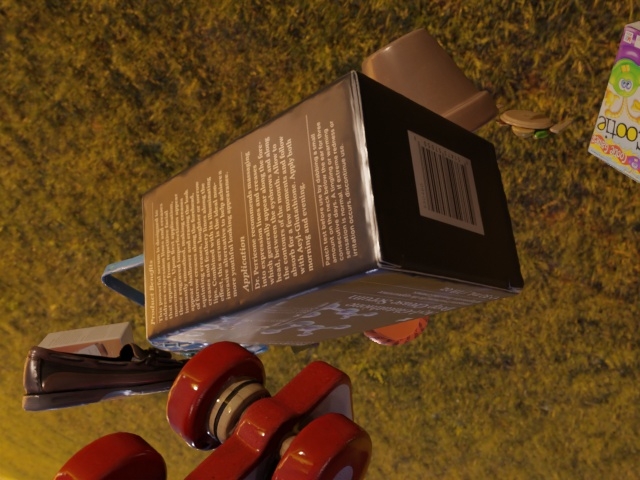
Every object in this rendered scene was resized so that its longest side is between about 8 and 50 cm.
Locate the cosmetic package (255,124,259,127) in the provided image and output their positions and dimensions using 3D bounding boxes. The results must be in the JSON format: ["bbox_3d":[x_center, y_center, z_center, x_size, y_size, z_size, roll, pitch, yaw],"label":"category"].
[{"bbox_3d":[-0.108,-0.123,1.005,0.060,0.115,0.041,31,-167,-17],"label":"cosmetic package"}]

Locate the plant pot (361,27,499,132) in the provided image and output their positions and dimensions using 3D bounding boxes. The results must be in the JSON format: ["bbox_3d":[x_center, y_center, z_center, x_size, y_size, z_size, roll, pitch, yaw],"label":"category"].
[{"bbox_3d":[0.203,-0.301,1.275,0.263,0.263,0.229,-19,102,51],"label":"plant pot"}]

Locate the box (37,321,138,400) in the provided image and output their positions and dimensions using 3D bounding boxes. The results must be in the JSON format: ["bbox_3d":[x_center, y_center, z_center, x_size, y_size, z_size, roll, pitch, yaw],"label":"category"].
[{"bbox_3d":[-0.466,0.250,1.245,0.170,0.091,0.130,-9,104,-3],"label":"box"}]

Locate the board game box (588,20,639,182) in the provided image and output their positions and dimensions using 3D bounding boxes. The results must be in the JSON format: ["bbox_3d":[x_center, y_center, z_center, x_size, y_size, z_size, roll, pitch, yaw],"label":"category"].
[{"bbox_3d":[0.660,-0.278,1.207,0.142,0.144,0.276,51,154,43],"label":"board game box"}]

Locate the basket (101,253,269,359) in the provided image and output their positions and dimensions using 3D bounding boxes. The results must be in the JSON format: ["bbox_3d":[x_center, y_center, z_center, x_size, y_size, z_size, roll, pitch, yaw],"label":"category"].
[{"bbox_3d":[-0.226,0.105,1.148,0.254,0.201,0.289,-17,132,36],"label":"basket"}]

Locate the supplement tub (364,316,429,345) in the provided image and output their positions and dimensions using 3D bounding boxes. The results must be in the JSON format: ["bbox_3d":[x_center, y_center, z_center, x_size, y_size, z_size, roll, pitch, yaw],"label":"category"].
[{"bbox_3d":[0.167,0.094,1.555,0.206,0.338,0.207,0,120,0],"label":"supplement tub"}]

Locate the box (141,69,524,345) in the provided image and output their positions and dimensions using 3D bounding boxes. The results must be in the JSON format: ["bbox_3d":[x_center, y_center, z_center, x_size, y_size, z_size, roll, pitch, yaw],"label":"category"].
[{"bbox_3d":[0.000,0.000,0.797,0.395,0.212,0.293,-21,158,40],"label":"box"}]

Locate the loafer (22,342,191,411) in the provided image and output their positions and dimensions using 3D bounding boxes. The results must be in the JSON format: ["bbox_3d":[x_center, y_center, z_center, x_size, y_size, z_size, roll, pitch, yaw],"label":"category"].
[{"bbox_3d":[-0.316,0.202,0.980,0.109,0.095,0.302,-14,170,40],"label":"loafer"}]

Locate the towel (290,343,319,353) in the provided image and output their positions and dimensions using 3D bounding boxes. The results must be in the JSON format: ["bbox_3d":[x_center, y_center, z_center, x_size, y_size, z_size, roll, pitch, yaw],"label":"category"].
[{"bbox_3d":[-0.042,0.188,1.271,0.009,0.060,0.083,143,106,-83],"label":"towel"}]

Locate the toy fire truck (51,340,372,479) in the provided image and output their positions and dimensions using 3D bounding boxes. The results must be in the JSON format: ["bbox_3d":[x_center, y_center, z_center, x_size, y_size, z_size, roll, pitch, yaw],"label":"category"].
[{"bbox_3d":[-0.079,0.258,0.553,0.169,0.302,0.254,25,137,32],"label":"toy fire truck"}]

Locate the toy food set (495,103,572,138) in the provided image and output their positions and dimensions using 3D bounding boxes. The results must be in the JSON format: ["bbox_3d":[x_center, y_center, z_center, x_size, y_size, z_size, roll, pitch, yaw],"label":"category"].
[{"bbox_3d":[0.484,-0.276,1.460,0.192,0.132,0.039,23,123,31],"label":"toy food set"}]
